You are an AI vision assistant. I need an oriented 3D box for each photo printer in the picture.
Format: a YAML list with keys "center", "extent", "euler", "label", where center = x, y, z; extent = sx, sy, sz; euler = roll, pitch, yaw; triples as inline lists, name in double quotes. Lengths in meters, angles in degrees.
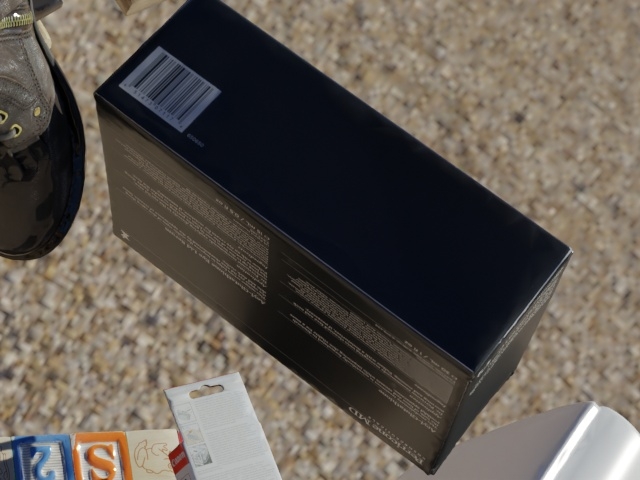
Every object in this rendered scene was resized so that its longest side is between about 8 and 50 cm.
- center: [0.096, 0.270, 1.226]
  extent: [0.107, 0.256, 0.307]
  euler: [53, 45, -8]
  label: "photo printer"

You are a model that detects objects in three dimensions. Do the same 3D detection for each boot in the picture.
- center: [-0.192, -0.062, 0.781]
  extent: [0.091, 0.263, 0.229]
  euler: [-3, 29, 7]
  label: "boot"

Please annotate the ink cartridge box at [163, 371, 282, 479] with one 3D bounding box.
- center: [-0.065, 0.151, 1.071]
  extent: [0.063, 0.029, 0.115]
  euler: [-11, 69, -32]
  label: "ink cartridge box"

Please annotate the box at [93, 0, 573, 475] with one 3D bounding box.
- center: [0.000, 0.000, 0.939]
  extent: [0.261, 0.184, 0.103]
  euler: [37, 66, 12]
  label: "box"

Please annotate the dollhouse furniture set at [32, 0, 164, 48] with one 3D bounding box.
- center: [-0.253, -0.280, 0.990]
  extent: [0.394, 0.362, 0.256]
  euler: [-29, 81, -24]
  label: "dollhouse furniture set"

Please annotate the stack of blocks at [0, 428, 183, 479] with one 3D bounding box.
- center: [-0.194, 0.224, 1.076]
  extent: [0.297, 0.087, 0.171]
  euler: [1, 68, -34]
  label: "stack of blocks"
